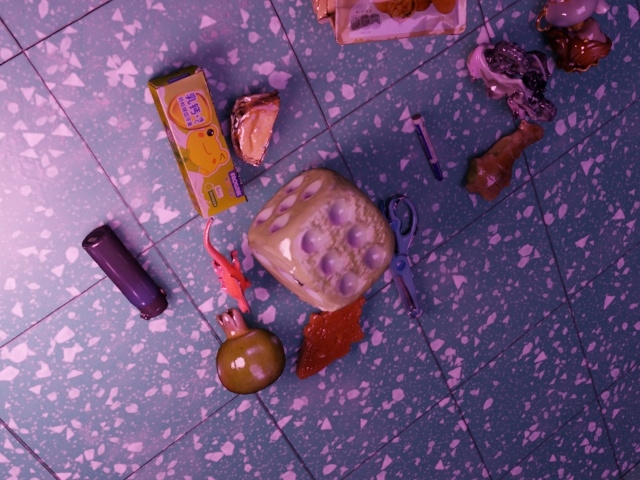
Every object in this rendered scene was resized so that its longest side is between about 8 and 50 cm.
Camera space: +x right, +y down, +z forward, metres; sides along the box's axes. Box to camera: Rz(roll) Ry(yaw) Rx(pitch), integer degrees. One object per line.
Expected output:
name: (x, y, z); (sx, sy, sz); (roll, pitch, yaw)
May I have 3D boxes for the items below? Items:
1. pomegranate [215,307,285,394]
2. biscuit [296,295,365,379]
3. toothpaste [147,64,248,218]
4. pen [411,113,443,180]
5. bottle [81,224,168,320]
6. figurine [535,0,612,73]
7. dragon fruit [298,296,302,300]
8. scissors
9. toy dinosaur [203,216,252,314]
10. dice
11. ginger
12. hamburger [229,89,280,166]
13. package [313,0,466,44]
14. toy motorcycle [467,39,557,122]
pomegranate: (-0.179, 0.276, 1.834); (0.179, 0.179, 0.211); (-31, 122, -14)
biscuit: (0.026, 0.256, 2.023); (0.183, 0.043, 0.280); (33, 97, -32)
toothpaste: (-0.264, -0.209, 1.640); (0.110, 0.077, 0.328); (-25, 121, -16)
pen: (0.282, -0.239, 1.966); (0.025, 0.025, 0.204); (-35, 124, -12)
bottle: (-0.427, 0.074, 1.673); (0.082, 0.072, 0.244); (-51, 128, -28)
figurine: (0.673, -0.561, 1.983); (0.189, 0.142, 0.263); (-21, 127, 17)
dragon fruit: (-0.048, 0.116, 1.912); (0.056, 0.060, 0.083); (-43, 98, 1)
scissors: (0.216, 0.055, 2.049); (0.180, 0.032, 0.393); (-29, 121, -16)
toy dinosaur: (-0.203, 0.088, 1.739); (0.070, 0.139, 0.286); (-22, 136, -6)
dice: (0.000, 0.000, 1.750); (0.254, 0.249, 0.252); (-47, 114, -11)
ginger: (0.517, -0.225, 2.072); (0.294, 0.086, 0.131); (-39, 102, -15)
hamburger: (-0.161, -0.262, 1.677); (0.102, 0.087, 0.176); (12, 111, -21)
package: (0.145, -0.553, 1.647); (0.311, 0.165, 0.221); (-11, 110, -17)
toy motorcycle: (0.491, -0.412, 1.940); (0.327, 0.188, 0.143); (39, 78, -50)
